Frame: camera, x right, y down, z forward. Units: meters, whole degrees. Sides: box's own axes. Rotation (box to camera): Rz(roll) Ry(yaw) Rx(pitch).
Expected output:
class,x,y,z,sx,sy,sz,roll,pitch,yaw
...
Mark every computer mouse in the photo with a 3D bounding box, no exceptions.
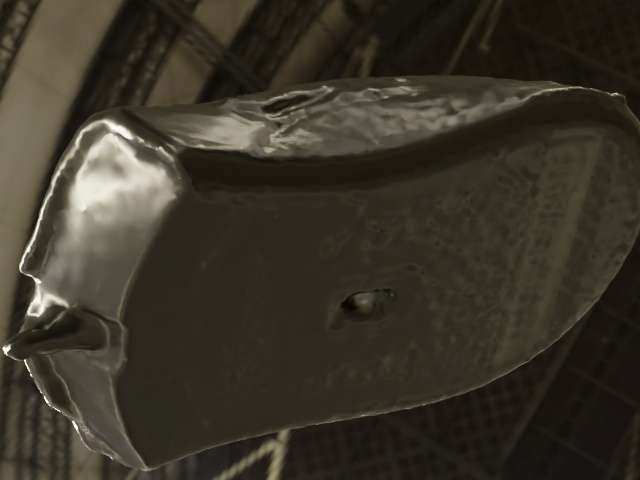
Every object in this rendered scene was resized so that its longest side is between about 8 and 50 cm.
class,x,y,z,sx,sy,sz,roll,pitch,yaw
computer mouse,0.000,0.000,0.557,0.264,0.088,0.147,-11,-52,-31
